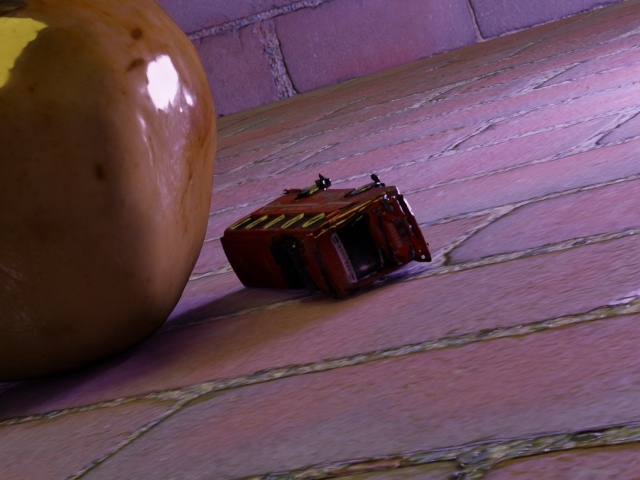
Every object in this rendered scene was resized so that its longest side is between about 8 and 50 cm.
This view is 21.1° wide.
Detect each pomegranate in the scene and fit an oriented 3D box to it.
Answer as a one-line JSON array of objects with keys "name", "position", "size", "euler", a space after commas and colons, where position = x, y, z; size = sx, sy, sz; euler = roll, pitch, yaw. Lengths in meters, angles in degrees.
[{"name": "pomegranate", "position": [-0.226, -0.045, 1.312], "size": [0.333, 0.332, 0.332], "euler": [-18, 8, 3]}]

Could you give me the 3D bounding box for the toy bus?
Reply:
[{"name": "toy bus", "position": [0.000, 0.000, 1.329], "size": [0.096, 0.073, 0.235], "euler": [-30, 11, -17]}]
